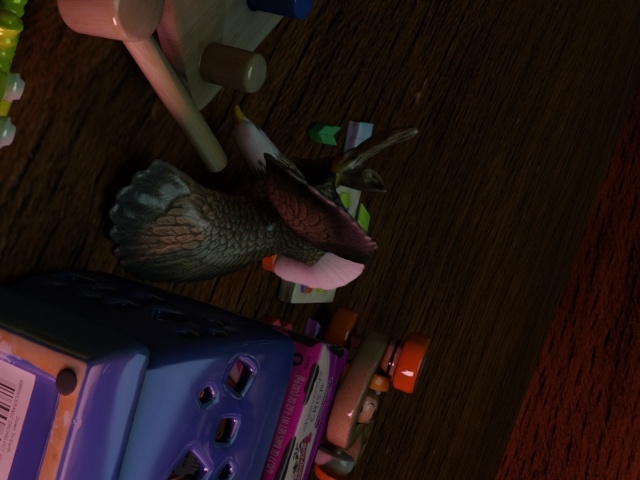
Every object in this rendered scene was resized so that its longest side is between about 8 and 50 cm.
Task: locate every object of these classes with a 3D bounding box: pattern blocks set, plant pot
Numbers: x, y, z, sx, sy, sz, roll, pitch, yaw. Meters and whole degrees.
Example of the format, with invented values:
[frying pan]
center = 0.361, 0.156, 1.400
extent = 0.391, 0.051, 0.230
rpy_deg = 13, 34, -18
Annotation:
[pattern blocks set]
center = 0.000, 0.000, 1.388
extent = 0.285, 0.026, 0.324
rpy_deg = -25, 127, -59
[plant pot]
center = -0.193, 0.151, 0.837
extent = 0.212, 0.236, 0.235
rpy_deg = 13, 93, -60

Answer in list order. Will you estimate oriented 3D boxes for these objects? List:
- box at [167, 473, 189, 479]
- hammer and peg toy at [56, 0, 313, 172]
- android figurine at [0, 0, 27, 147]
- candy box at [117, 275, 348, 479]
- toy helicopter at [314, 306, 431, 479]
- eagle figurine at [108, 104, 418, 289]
[box]
center = -0.151, 0.240, 1.114
extent = 0.275, 0.113, 0.094
rpy_deg = -49, 145, -45
[hammer and peg toy]
center = -0.102, -0.244, 0.905
extent = 0.361, 0.127, 0.265
rpy_deg = -56, 152, -34
[android figurine]
center = -0.237, -0.038, 0.662
extent = 0.272, 0.056, 0.248
rpy_deg = -62, -158, 25
[candy box]
center = -0.110, 0.141, 0.990
extent = 0.071, 0.234, 0.159
rpy_deg = 29, 77, -65
[toy helicopter]
center = 0.051, 0.269, 1.539
extent = 0.355, 0.140, 0.234
rpy_deg = 89, 23, -63
[eagle figurine]
center = -0.049, -0.034, 1.070
extent = 0.226, 0.225, 0.298
rpy_deg = -57, 176, 26
